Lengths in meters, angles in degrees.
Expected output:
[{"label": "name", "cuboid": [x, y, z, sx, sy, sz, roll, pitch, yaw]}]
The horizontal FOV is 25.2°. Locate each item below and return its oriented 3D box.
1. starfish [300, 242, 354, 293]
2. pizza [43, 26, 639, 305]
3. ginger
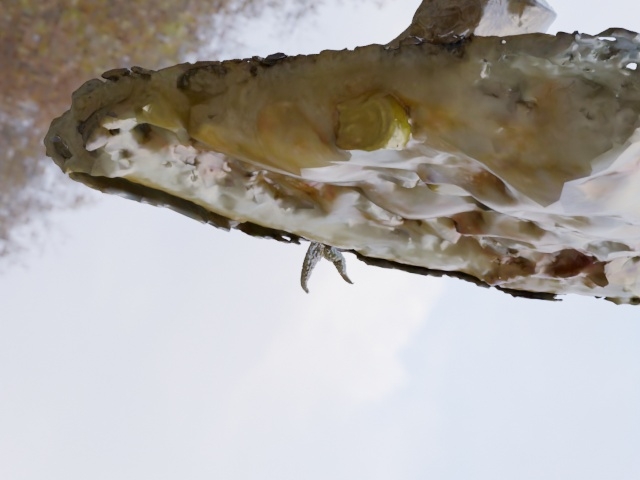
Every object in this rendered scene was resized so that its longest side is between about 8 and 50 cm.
[{"label": "starfish", "cuboid": [0.000, 0.000, 1.216, 0.016, 0.086, 0.092, 10, -105, 62]}, {"label": "pizza", "cuboid": [0.091, -0.028, 0.946, 0.435, 0.392, 0.080, 2, -104, 39]}, {"label": "ginger", "cuboid": [0.088, -0.140, 1.155, 0.213, 0.137, 0.074, -36, -126, 17]}]
